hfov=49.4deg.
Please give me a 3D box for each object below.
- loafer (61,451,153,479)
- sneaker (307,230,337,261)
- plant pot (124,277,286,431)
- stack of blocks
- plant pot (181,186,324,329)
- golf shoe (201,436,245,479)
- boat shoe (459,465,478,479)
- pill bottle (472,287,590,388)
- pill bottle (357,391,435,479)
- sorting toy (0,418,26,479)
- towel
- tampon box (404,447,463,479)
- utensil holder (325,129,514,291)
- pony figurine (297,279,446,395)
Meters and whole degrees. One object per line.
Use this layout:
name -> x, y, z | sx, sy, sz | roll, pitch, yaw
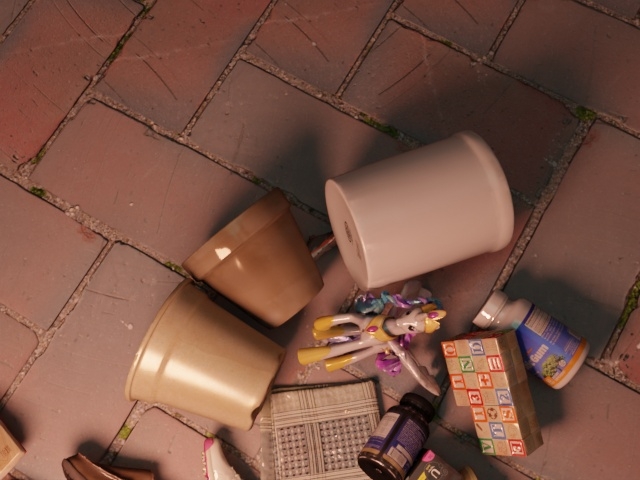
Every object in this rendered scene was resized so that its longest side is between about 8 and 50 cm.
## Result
loafer -> -0.478, 0.631, 1.748 | 0.366, 0.134, 0.130 | 32, 54, 0
sneaker -> 0.000, 0.000, 1.929 | 0.158, 0.061, 0.065 | -38, 70, -9
plant pot -> -0.263, 0.306, 1.723 | 0.305, 0.334, 0.333 | 25, 77, 3
stack of blocks -> 0.429, 0.380, 1.744 | 0.087, 0.171, 0.297 | -14, 89, -42
plant pot -> -0.147, 0.066, 1.810 | 0.323, 0.323, 0.280 | -41, 93, -9
golf shoe -> -0.213, 0.636, 1.743 | 0.140, 0.115, 0.306 | -15, 82, -11
boat shoe -> 0.364, 0.691, 1.681 | 0.089, 0.104, 0.285 | -9, 53, 3
pill bottle -> 0.536, 0.246, 1.797 | 0.272, 0.152, 0.152 | 35, 78, 10
pill bottle -> 0.196, 0.491, 1.732 | 0.123, 0.123, 0.219 | 35, 57, 10
sorting toy -> -0.890, 0.557, 1.758 | 0.257, 0.089, 0.255 | 35, 77, 28
towel -> 0.002, 0.525, 1.786 | 0.324, 0.056, 0.312 | -6, 75, 1
tampon box -> 0.264, 0.589, 1.706 | 0.101, 0.161, 0.120 | 37, 78, 11
utensil holder -> 0.241, -0.072, 1.783 | 0.386, 0.327, 0.327 | -18, 75, -9
pony figurine -> 0.165, 0.242, 1.742 | 0.364, 0.351, 0.302 | -15, 69, 17
